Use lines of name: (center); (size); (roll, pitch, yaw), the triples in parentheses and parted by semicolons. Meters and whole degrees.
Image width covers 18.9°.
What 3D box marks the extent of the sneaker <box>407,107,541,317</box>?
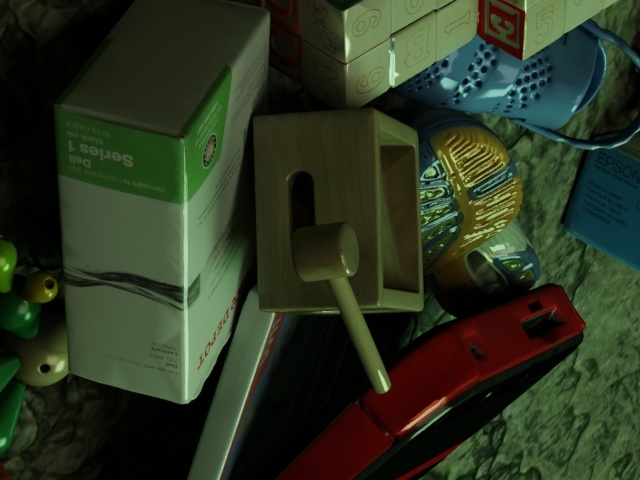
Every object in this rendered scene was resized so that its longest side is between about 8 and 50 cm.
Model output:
sneaker: (0.088, -0.042, 1.480); (0.112, 0.131, 0.296); (-24, 156, 0)

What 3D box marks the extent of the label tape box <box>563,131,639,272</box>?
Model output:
label tape box: (0.430, -0.028, 1.837); (0.333, 0.240, 0.106); (-13, 126, -46)

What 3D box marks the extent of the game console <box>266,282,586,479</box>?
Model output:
game console: (0.039, 0.171, 1.528); (0.342, 0.060, 0.386); (-42, 168, 22)

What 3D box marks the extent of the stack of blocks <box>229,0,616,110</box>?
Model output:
stack of blocks: (0.094, -0.202, 1.331); (0.297, 0.171, 0.087); (-32, 140, -30)

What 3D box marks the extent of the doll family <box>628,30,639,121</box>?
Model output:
doll family: (0.403, -0.187, 1.774); (0.263, 0.118, 0.163); (-48, 147, -12)

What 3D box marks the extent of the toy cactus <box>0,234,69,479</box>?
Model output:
toy cactus: (-0.206, 0.085, 1.278); (0.180, 0.112, 0.219); (-25, 126, -53)

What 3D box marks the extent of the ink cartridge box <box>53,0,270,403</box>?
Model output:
ink cartridge box: (-0.100, -0.028, 1.256); (0.160, 0.092, 0.219); (-62, 161, -50)

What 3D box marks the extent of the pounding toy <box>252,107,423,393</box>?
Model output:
pounding toy: (-0.001, 0.009, 1.240); (0.206, 0.094, 0.181); (12, 75, -73)

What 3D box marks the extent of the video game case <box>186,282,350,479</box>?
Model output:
video game case: (-0.022, 0.088, 1.464); (0.285, 0.025, 0.204); (-39, 150, -64)

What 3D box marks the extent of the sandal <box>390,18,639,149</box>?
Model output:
sandal: (0.156, -0.141, 1.494); (0.317, 0.138, 0.126); (3, 117, -50)
